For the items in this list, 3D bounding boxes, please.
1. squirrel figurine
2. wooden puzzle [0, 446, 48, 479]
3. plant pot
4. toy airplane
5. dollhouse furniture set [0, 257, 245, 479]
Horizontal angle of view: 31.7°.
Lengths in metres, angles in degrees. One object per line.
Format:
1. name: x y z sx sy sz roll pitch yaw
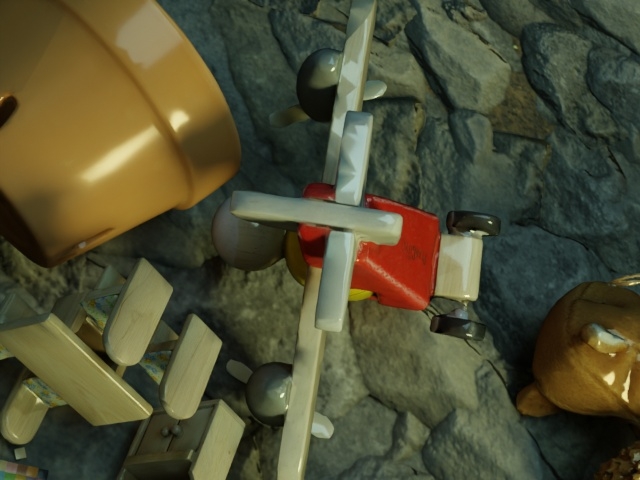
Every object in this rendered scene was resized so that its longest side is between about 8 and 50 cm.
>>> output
1. squirrel figurine: 0.420 0.216 1.286 0.370 0.281 0.397 21 55 -12
2. wooden puzzle: -0.278 0.231 1.034 0.049 0.006 0.083 18 58 -22
3. plant pot: -0.247 -0.113 1.072 0.203 0.291 0.291 -42 90 -20
4. toy airplane: 0.000 0.000 1.126 0.386 0.272 0.384 -55 143 -45
5. dollhouse furniture set: -0.193 0.164 0.989 0.242 0.212 0.161 51 41 -33
